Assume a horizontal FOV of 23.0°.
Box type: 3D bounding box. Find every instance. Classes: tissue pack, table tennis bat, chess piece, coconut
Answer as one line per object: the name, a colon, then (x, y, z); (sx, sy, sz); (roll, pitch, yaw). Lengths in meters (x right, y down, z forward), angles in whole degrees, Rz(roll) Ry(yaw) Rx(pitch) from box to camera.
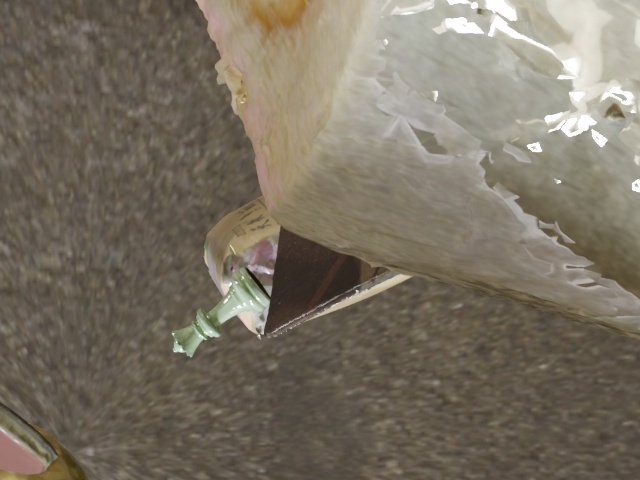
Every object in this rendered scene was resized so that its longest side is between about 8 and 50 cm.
tissue pack: (0.000, 0.000, 1.500); (0.215, 0.257, 0.123); (-24, 95, -6)
table tennis bat: (-0.202, 0.064, 0.714); (0.138, 0.246, 0.022); (38, 68, -24)
chess piece: (-0.089, 0.065, 1.344); (0.093, 0.042, 0.042); (-38, 89, 2)
coconut: (0.095, -0.114, 0.495); (0.297, 0.297, 0.309); (-8, 66, -10)

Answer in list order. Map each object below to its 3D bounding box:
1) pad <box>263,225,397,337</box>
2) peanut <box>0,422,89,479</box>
pad: (0.087, -0.072, 1.135); (0.004, 0.330, 0.220); (39, 39, -30)
peanut: (-0.200, 0.218, 1.164); (0.093, 0.083, 0.194); (-21, 72, -50)
